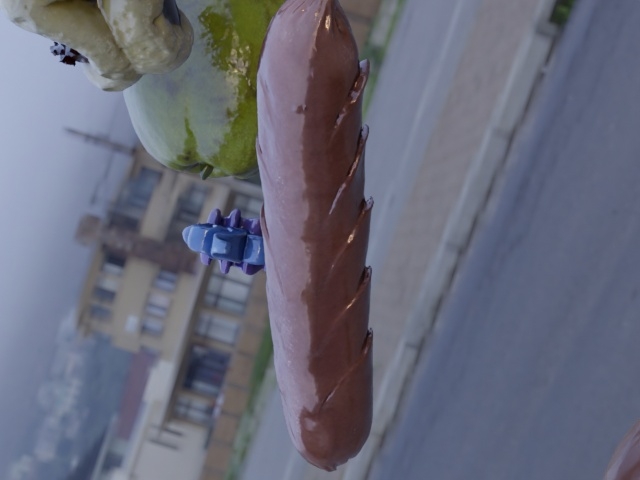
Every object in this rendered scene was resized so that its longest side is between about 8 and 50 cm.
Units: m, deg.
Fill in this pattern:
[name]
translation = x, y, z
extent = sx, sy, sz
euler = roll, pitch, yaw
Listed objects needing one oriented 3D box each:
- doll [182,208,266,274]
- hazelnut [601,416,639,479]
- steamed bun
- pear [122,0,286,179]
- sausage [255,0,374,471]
[doll]
translation = -0.085, 0.003, 1.530
extent = 0.206, 0.110, 0.067
euler = -5, -70, -81
[hazelnut]
translation = 0.330, 0.233, 0.953
extent = 0.372, 0.372, 0.315
euler = -74, 5, -49
[steamed bun]
translation = -0.183, -0.206, 1.348
extent = 0.155, 0.172, 0.141
euler = 62, -176, -30
[pear]
translation = -0.126, -0.230, 1.893
extent = 0.269, 0.269, 0.321
euler = 113, 159, -77
[sausage]
translation = -0.002, 0.000, 1.149
extent = 0.088, 0.088, 0.433
euler = -75, -14, -55
